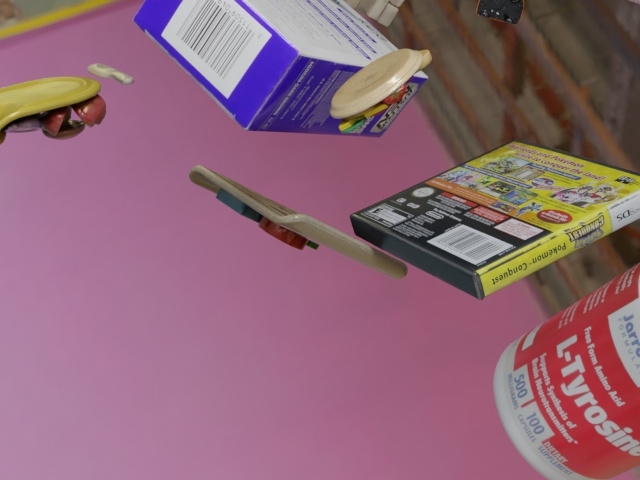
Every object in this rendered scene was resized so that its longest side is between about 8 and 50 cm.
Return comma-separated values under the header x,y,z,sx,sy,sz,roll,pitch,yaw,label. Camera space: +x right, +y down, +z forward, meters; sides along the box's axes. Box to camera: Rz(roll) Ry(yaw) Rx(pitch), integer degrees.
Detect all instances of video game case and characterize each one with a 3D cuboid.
x,y,z,sx,sy,sz,roll,pitch,yaw,label
0.202,-0.034,1.312,0.275,0.248,0.035,29,-40,60,video game case

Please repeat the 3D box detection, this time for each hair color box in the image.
x,y,z,sx,sy,sz,roll,pitch,yaw,label
-0.033,-0.212,1.310,0.185,0.110,0.339,45,23,18,hair color box

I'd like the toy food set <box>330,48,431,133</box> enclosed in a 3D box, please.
x,y,z,sx,sy,sz,roll,pitch,yaw,label
0.042,-0.113,0.859,0.020,0.083,0.083,54,28,-21,toy food set

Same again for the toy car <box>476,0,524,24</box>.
x,y,z,sx,sy,sz,roll,pitch,yaw,label
0.226,-0.333,1.467,0.040,0.060,0.122,-45,133,-68,toy car

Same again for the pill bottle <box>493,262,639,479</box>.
x,y,z,sx,sy,sz,roll,pitch,yaw,label
0.435,0.149,1.503,0.408,0.229,0.229,-41,-118,43,pill bottle

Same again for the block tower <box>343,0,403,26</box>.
x,y,z,sx,sy,sz,roll,pitch,yaw,label
-0.039,-0.403,1.509,0.091,0.335,0.097,-58,-161,25,block tower

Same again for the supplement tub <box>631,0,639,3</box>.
x,y,z,sx,sy,sz,roll,pitch,yaw,label
0.390,-0.450,1.399,0.331,0.241,0.241,35,28,-57,supplement tub

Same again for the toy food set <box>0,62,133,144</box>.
x,y,z,sx,sy,sz,roll,pitch,yaw,label
-0.319,-0.141,1.350,0.128,0.218,0.071,22,-55,49,toy food set

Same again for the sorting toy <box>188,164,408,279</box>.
x,y,z,sx,sy,sz,roll,pitch,yaw,label
0.000,0.000,1.467,0.307,0.041,0.229,26,0,-42,sorting toy
